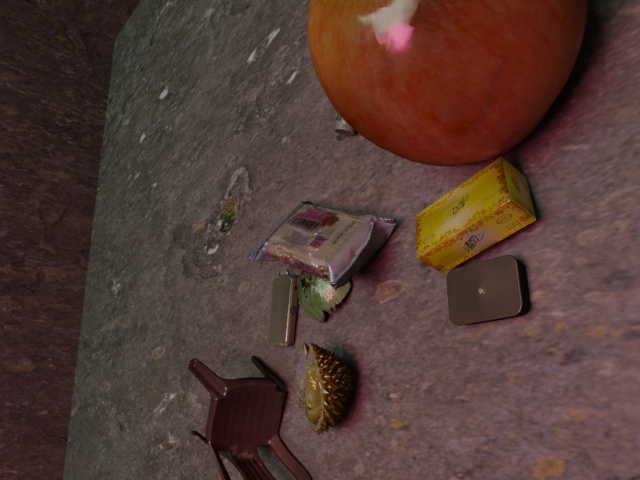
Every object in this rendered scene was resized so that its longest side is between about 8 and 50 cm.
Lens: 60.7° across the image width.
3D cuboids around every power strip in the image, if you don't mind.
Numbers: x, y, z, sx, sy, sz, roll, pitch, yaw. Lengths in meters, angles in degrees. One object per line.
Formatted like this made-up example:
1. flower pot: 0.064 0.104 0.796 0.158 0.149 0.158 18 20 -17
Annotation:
1. power strip: -0.079 0.147 1.205 0.076 0.028 0.169 -6 76 51

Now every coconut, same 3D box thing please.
1. coconut: -0.007 0.098 1.109 0.158 0.055 0.133 0 77 53

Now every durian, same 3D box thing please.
1. durian: 0.004 0.284 1.012 0.208 0.102 0.147 112 151 -49

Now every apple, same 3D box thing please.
1. apple: 0.169 -0.314 0.786 0.391 0.346 0.392 -21 61 44

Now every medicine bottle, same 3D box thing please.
1. medicine bottle: 0.059 -0.266 1.149 0.047 0.047 0.083 9 85 52

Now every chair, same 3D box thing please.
1. chair: -0.146 0.375 1.098 0.326 0.175 0.183 15 99 56

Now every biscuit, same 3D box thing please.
1. biscuit: -0.003 0.003 1.070 0.186 0.079 0.309 -44 33 -20

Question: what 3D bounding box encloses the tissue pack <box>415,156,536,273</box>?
1. tissue pack: 0.227 -0.035 0.828 0.176 0.062 0.095 -38 31 40

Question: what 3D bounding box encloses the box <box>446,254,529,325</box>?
1. box: 0.247 0.077 0.812 0.126 0.031 0.091 -24 61 46
